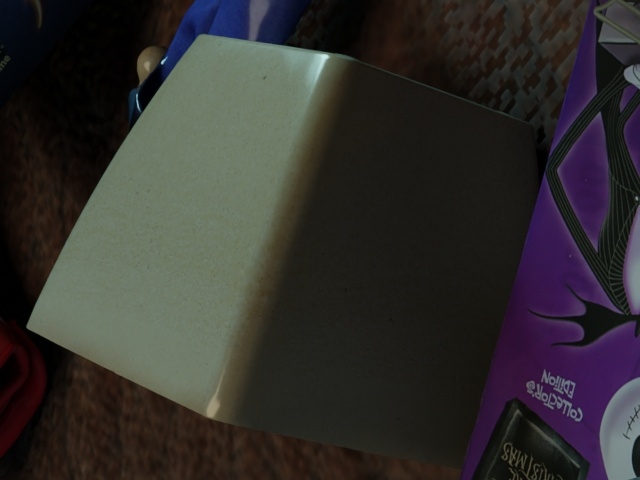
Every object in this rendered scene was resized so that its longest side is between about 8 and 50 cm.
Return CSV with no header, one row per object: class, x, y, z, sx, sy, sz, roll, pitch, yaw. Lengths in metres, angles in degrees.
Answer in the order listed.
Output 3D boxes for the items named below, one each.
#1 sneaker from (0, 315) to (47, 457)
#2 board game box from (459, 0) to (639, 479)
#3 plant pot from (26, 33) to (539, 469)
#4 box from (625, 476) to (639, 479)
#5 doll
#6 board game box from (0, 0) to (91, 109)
sneaker,-0.159,0.006,0.750,0.128,0.087,0.221,6,93,36
board game box,0.152,0.048,0.296,0.347,0.056,0.208,36,123,53
plant pot,0.000,0.000,0.488,0.109,0.109,0.096,17,90,54
box,0.044,0.242,0.394,0.293,0.073,0.296,-54,51,54
doll,-0.041,-0.034,0.581,0.129,0.046,0.189,-104,32,-48
board game box,-0.177,-0.119,0.714,0.165,0.042,0.243,-51,40,-4
